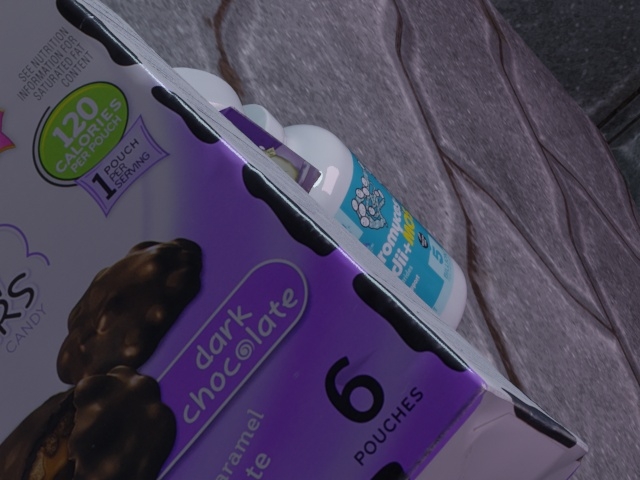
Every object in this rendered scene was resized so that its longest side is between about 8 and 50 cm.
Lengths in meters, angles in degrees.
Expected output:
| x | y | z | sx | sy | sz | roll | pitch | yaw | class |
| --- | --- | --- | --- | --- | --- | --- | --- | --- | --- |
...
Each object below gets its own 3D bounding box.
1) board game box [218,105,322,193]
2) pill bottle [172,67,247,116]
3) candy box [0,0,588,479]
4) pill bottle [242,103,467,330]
| x | y | z | sx | sy | sz | roll | pitch | yaw | class |
| --- | --- | --- | --- | --- | --- | --- | --- | --- | --- |
| -0.100 | 0.085 | 0.722 | 0.056 | 0.208 | 0.347 | 40 | -18 | 3 | board game box |
| -0.082 | 0.026 | 1.195 | 0.161 | 0.161 | 0.283 | 33 | 28 | -51 | pill bottle |
| -0.066 | 0.043 | 0.413 | 0.196 | 0.165 | 0.070 | 43 | 5 | 31 | candy box |
| 0.000 | 0.000 | 1.479 | 0.264 | 0.146 | 0.146 | 44 | 21 | -32 | pill bottle |
